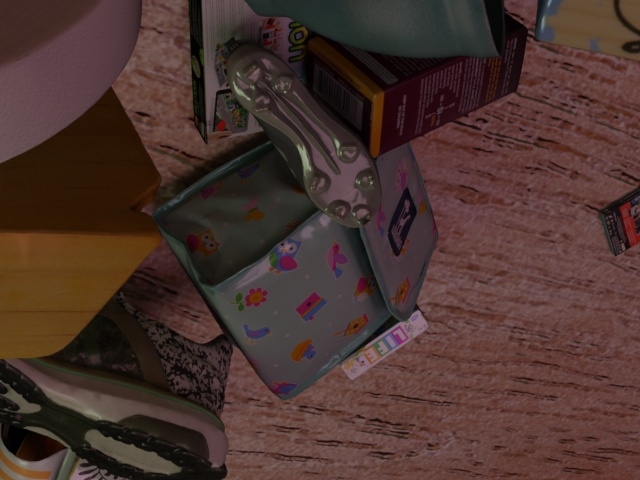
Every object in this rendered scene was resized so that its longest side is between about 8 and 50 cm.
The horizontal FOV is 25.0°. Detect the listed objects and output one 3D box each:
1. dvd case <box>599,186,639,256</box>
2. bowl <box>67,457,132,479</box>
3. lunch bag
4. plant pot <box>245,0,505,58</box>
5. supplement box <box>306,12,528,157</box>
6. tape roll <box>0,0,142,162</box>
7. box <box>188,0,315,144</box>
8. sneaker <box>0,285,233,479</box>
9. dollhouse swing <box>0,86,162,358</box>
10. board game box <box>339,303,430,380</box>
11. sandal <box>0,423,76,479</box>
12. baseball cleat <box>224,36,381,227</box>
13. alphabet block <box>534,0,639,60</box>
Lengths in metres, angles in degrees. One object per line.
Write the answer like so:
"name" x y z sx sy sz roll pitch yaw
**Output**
"dvd case" 0.403 -0.037 1.777 0.119 0.013 0.087 -31 139 0
"bowl" -0.217 0.259 1.559 0.170 0.080 0.170 -60 176 -6
"lunch bag" 0.000 0.000 1.461 0.262 0.160 0.223 -35 140 -8
"plant pot" 0.030 -0.278 1.148 0.196 0.293 0.293 -7 139 12
"supplement box" 0.090 -0.165 1.367 0.188 0.104 0.081 -26 142 -27
"tape roll" -0.310 -0.174 0.932 0.392 0.392 0.072 -15 136 -19
"box" -0.062 -0.189 1.329 0.114 0.036 0.207 -16 136 -18
"sneaker" -0.255 0.088 1.401 0.410 0.182 0.158 31 144 -21
"dollhouse swing" -0.342 0.000 1.103 0.315 0.347 0.305 2 128 -33
"board game box" 0.055 0.086 1.582 0.103 0.154 0.026 -35 110 3
"sandal" -0.299 0.198 1.519 0.076 0.102 0.265 14 113 -38
"baseball cleat" -0.014 -0.105 1.314 0.072 0.109 0.206 -33 117 4
"alphabet block" 0.310 -0.283 1.296 0.197 0.193 0.192 11 133 3
